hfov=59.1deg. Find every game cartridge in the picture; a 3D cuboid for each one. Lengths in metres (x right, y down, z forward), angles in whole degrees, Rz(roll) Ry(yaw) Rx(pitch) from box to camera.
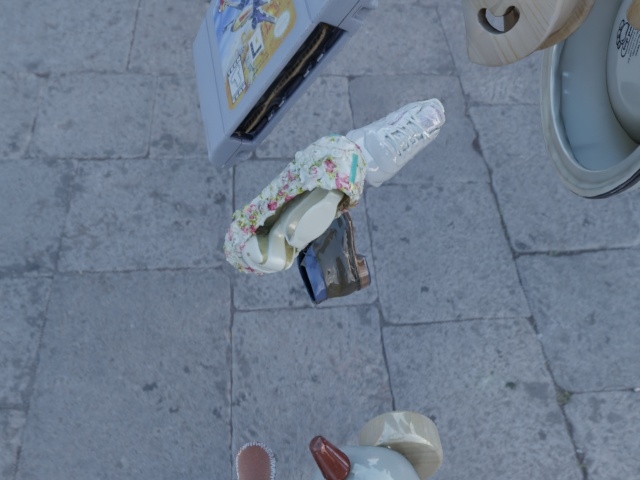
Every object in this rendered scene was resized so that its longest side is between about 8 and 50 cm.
[{"bbox_3d":[-0.056,-0.236,0.608,0.062,0.297,0.198,1,62,-38],"label":"game cartridge"}]

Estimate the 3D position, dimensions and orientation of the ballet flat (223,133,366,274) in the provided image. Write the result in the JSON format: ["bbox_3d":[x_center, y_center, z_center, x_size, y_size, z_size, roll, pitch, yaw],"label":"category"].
[{"bbox_3d":[-0.038,-0.016,0.596,0.091,0.241,0.077,18,48,-26],"label":"ballet flat"}]

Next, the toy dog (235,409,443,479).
[{"bbox_3d":[-0.031,0.276,0.539,0.334,0.161,0.220,-44,23,5],"label":"toy dog"}]

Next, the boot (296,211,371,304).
[{"bbox_3d":[0.000,0.000,0.948,0.106,0.082,0.219,-26,98,-19],"label":"boot"}]

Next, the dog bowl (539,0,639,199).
[{"bbox_3d":[0.434,-0.253,0.724,0.150,0.408,0.408,2,57,-1],"label":"dog bowl"}]

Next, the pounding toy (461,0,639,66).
[{"bbox_3d":[0.200,-0.266,0.524,0.155,0.154,0.269,-29,73,-32],"label":"pounding toy"}]

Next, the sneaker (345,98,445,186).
[{"bbox_3d":[0.147,-0.205,1.074,0.114,0.152,0.305,53,37,-8],"label":"sneaker"}]
